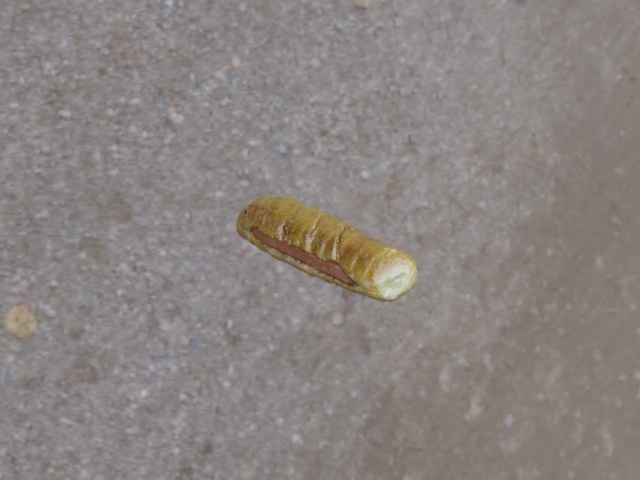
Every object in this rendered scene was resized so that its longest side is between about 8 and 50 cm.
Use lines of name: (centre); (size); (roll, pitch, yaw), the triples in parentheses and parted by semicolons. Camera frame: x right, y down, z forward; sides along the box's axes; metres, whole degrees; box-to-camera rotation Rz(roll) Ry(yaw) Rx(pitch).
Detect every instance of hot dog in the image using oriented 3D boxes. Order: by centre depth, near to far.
hot dog: (0.002, 0.002, 1.278); (0.087, 0.285, 0.061); (-29, 125, -35)
